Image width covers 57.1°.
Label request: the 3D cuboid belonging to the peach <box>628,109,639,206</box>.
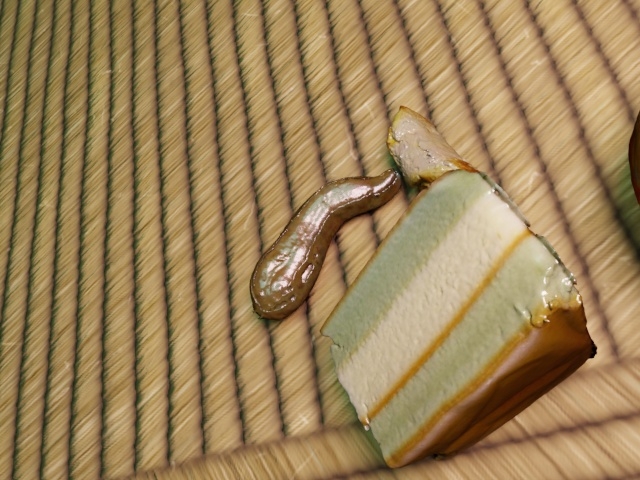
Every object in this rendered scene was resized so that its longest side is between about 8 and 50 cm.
[{"bbox_3d":[0.352,-0.061,0.444,0.230,0.231,0.231,-10,64,22],"label":"peach"}]

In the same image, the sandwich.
[{"bbox_3d":[0.100,0.079,0.499,0.198,0.227,0.155,-37,57,7],"label":"sandwich"}]

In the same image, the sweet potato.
[{"bbox_3d":[-0.003,-0.005,0.688,0.081,0.062,0.233,39,85,18],"label":"sweet potato"}]

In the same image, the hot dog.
[{"bbox_3d":[0.122,-0.084,0.657,0.061,0.078,0.169,-60,39,29],"label":"hot dog"}]
